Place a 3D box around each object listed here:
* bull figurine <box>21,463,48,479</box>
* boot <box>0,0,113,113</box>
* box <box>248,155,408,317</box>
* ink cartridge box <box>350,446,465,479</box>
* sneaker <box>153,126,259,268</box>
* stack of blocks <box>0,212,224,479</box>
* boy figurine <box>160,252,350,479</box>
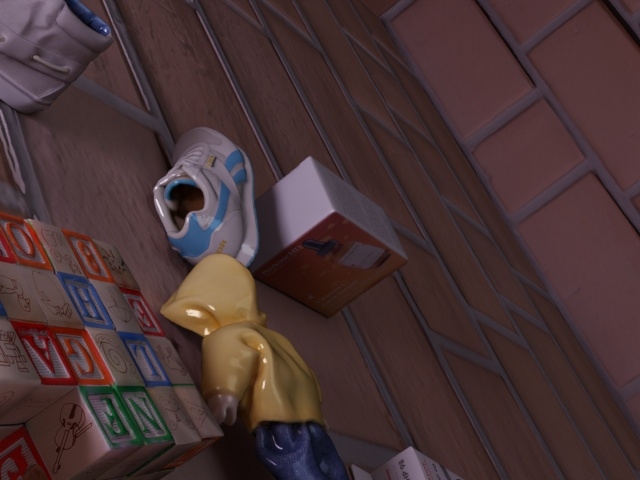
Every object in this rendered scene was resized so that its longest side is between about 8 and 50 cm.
[{"bbox_3d":[-0.089,0.228,0.503,0.188,0.310,0.101,-47,142,-39],"label":"bull figurine"},{"bbox_3d":[-0.306,-0.229,0.957,0.258,0.123,0.095,38,22,-40],"label":"boot"},{"bbox_3d":[0.000,0.000,1.297,0.170,0.130,0.091,31,28,-49],"label":"box"},{"bbox_3d":[0.117,0.291,1.142,0.180,0.060,0.104,37,23,-41],"label":"ink cartridge box"},{"bbox_3d":[-0.128,-0.058,1.157,0.092,0.087,0.228,37,21,-36],"label":"sneaker"},{"bbox_3d":[-0.187,0.075,0.660,0.171,0.087,0.297,58,10,16],"label":"stack of blocks"},{"bbox_3d":[-0.056,0.137,0.947,0.285,0.092,0.177,58,18,20],"label":"boy figurine"}]
